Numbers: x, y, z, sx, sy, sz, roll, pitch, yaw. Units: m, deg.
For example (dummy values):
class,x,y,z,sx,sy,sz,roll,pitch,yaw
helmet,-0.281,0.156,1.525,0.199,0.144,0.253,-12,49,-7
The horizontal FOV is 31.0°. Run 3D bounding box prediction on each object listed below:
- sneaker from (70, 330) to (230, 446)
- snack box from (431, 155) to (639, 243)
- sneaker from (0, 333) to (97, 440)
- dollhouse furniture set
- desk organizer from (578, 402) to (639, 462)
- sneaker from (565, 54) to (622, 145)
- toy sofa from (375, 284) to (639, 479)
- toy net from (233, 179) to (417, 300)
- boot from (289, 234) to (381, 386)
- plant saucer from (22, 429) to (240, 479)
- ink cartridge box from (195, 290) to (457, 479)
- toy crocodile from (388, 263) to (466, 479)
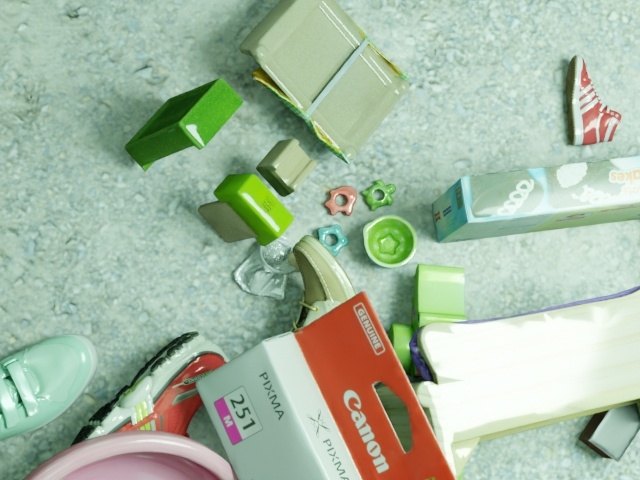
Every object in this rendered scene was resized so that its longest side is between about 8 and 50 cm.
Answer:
class,x,y,z,sx,sy,sz,roll,pitch,yaw
sneaker,-0.211,0.236,1.380,0.279,0.107,0.118,-44,97,-7
snack box,0.313,-0.054,1.421,0.322,0.187,0.060,-7,83,-6
sneaker,-0.378,0.190,1.343,0.256,0.151,0.094,-31,84,-10
dollhouse furniture set,-0.060,-0.159,1.465,0.197,0.151,0.301,48,62,-18
desk organizer,0.384,0.212,1.460,0.047,0.050,0.130,37,81,0
sneaker,0.359,-0.184,1.515,0.067,0.042,0.118,-1,90,-1
toy sofa,0.254,0.159,1.324,0.362,0.150,0.177,-11,84,-17
toy net,0.000,0.000,1.457,0.232,0.045,0.122,-16,84,-7
boot,-0.031,0.117,1.389,0.165,0.077,0.213,-27,108,-16
plant saucer,-0.228,0.366,1.316,0.332,0.084,0.332,-6,105,-24
ink cartridge box,0.008,0.227,1.251,0.060,0.239,0.275,-13,74,-50
toy crocodile,0.134,0.196,1.412,0.115,0.105,0.340,10,81,-4
